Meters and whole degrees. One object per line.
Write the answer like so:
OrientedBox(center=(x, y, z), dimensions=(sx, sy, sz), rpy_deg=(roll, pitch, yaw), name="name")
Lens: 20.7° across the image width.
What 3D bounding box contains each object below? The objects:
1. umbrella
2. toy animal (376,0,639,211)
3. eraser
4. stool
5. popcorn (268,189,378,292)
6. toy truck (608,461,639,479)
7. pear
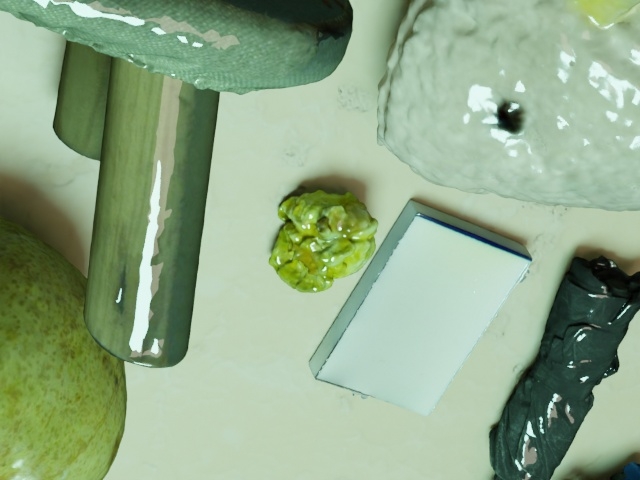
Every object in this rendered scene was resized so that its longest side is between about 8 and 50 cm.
OrientedBox(center=(0.170, 0.119, 1.303), dimensions=(0.066, 0.059, 0.236), rpy_deg=(22, 117, -1), name="umbrella")
OrientedBox(center=(0.214, -0.133, 1.078), dimensions=(0.358, 0.188, 0.226), rpy_deg=(-8, 125, -8), name="toy animal")
OrientedBox(center=(0.072, 0.052, 1.251), dimensions=(0.104, 0.023, 0.150), rpy_deg=(21, 114, -25), name="eraser")
OrientedBox(center=(-0.173, -0.113, 0.909), dimensions=(0.310, 0.310, 0.226), rpy_deg=(13, 118, -20), name="stool")
OrientedBox(center=(0.002, 0.003, 1.180), dimensions=(0.083, 0.059, 0.068), rpy_deg=(-37, 124, 18), name="popcorn")
OrientedBox(center=(0.199, 0.268, 1.368), dimensions=(0.208, 0.113, 0.126), rpy_deg=(-45, 122, 12), name="toy truck")
OrientedBox(center=(-0.234, 0.093, 1.075), dimensions=(0.228, 0.211, 0.188), rpy_deg=(-11, 125, -8), name="pear")
